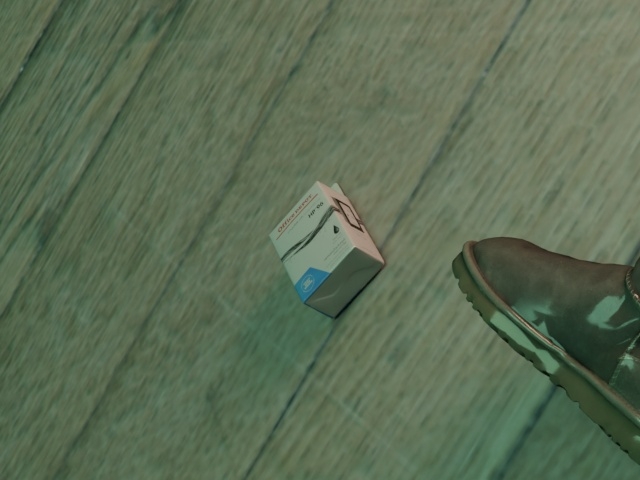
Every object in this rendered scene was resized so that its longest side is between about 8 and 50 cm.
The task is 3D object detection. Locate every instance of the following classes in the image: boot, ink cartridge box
[{"bbox_3d":[0.177,-0.015,0.751,0.189,0.076,0.208,42,108,36],"label":"boot"},{"bbox_3d":[0.000,0.000,0.975,0.048,0.028,0.083,-48,40,17],"label":"ink cartridge box"}]
